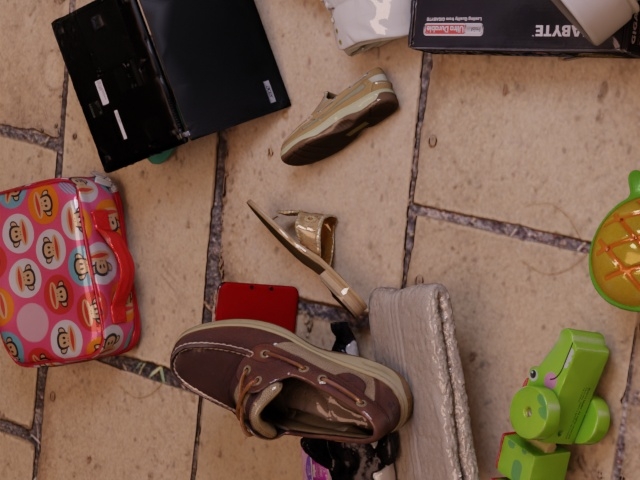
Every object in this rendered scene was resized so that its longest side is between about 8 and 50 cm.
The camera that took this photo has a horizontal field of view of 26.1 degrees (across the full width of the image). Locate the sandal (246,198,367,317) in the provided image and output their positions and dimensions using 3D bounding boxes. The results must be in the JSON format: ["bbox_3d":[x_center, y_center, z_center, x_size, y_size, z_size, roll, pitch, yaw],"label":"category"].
[{"bbox_3d":[0.002,0.003,1.902,0.079,0.088,0.240,-42,60,-5],"label":"sandal"}]

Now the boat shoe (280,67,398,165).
[{"bbox_3d":[0.020,-0.169,1.875,0.190,0.068,0.072,-29,65,24],"label":"boat shoe"}]

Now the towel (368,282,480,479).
[{"bbox_3d":[0.133,0.195,1.781,0.187,0.049,0.282,169,94,-66],"label":"towel"}]

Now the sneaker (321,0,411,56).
[{"bbox_3d":[0.010,-0.328,1.834,0.292,0.108,0.169,11,110,44],"label":"sneaker"}]

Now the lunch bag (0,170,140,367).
[{"bbox_3d":[-0.390,0.045,2.147,0.258,0.120,0.293,-10,88,35],"label":"lunch bag"}]

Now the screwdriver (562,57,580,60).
[{"bbox_3d":[0.365,-0.230,1.648,0.170,0.025,0.024,-7,91,45],"label":"screwdriver"}]

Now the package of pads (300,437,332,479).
[{"bbox_3d":[0.000,0.317,1.947,0.050,0.032,0.083,-2,93,37],"label":"package of pads"}]

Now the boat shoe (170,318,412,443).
[{"bbox_3d":[-0.059,0.193,1.780,0.342,0.123,0.123,15,115,22],"label":"boat shoe"}]

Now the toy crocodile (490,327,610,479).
[{"bbox_3d":[0.264,0.262,1.704,0.105,0.115,0.340,35,115,51],"label":"toy crocodile"}]

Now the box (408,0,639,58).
[{"bbox_3d":[0.256,-0.369,1.663,0.296,0.073,0.293,7,92,35],"label":"box"}]

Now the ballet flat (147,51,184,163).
[{"bbox_3d":[-0.231,-0.224,2.027,0.083,0.087,0.247,36,114,27],"label":"ballet flat"}]

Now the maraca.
[{"bbox_3d":[0.384,-0.005,1.607,0.127,0.099,0.185,21,80,26],"label":"maraca"}]

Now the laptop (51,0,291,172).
[{"bbox_3d":[-0.216,-0.250,1.965,0.264,0.136,0.234,-18,94,37],"label":"laptop"}]

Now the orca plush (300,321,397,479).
[{"bbox_3d":[0.026,0.253,1.847,0.151,0.102,0.287,177,86,-66],"label":"orca plush"}]

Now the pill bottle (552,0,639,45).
[{"bbox_3d":[0.375,-0.385,1.448,0.361,0.204,0.204,-41,70,11],"label":"pill bottle"}]

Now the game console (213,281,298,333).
[{"bbox_3d":[-0.111,0.124,1.944,0.124,0.144,0.085,-36,59,41],"label":"game console"}]
